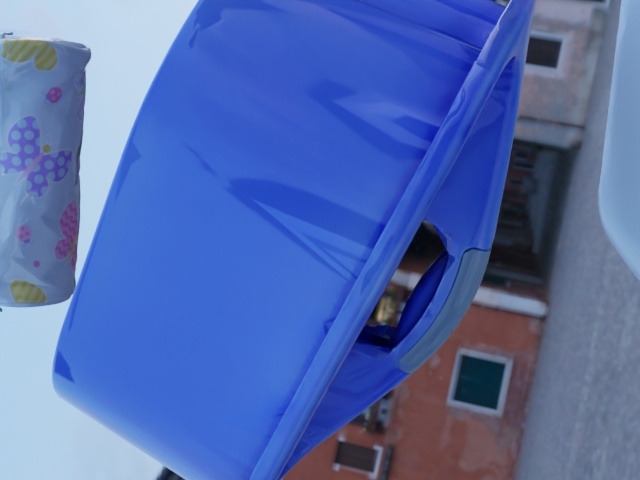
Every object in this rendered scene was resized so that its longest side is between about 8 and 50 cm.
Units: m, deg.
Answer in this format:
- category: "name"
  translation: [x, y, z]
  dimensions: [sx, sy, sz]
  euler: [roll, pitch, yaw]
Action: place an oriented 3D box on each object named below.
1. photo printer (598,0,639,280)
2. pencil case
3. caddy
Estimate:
- category: "photo printer"
  translation: [0.240, -0.059, 0.408]
  dimensions: [0.256, 0.107, 0.308]
  euler: [-133, 34, -51]
- category: "pencil case"
  translation: [-0.290, -0.070, 0.908]
  dimensions: [0.124, 0.113, 0.273]
  euler: [-54, -29, -75]
- category: "caddy"
  translation: [0.000, 0.000, 0.518]
  dimensions: [0.341, 0.179, 0.241]
  euler: [-64, -3, 30]
